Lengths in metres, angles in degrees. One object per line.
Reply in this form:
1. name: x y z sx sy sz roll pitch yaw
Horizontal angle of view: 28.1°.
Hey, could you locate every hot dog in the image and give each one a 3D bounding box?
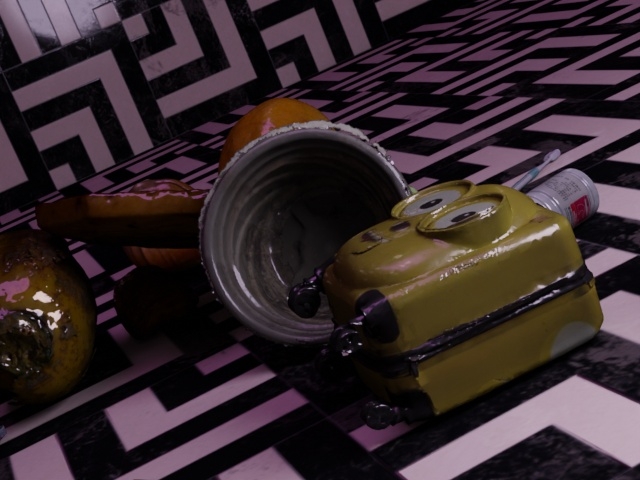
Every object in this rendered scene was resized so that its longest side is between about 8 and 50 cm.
1. hot dog: -0.209 0.079 1.631 0.099 0.065 0.147 -27 25 -20

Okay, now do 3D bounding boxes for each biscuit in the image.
1. biscuit: -0.163 -0.022 1.549 0.359 0.046 0.359 -1 -7 0

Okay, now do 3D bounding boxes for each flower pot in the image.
1. flower pot: 0.000 0.000 1.344 0.235 0.236 0.140 -20 -8 11

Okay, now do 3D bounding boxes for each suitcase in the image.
1. suitcase: 0.104 0.043 1.090 0.234 0.143 0.194 -25 13 -9

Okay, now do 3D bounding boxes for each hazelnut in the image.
1. hazelnut: -0.224 -0.024 1.880 0.150 0.150 0.150 -21 14 5

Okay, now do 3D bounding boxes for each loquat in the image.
1. loquat: -0.056 -0.096 1.789 0.176 0.187 0.234 -8 41 14

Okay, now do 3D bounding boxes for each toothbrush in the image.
1. toothbrush: 0.259 -0.080 1.595 0.014 0.011 0.167 -17 14 42

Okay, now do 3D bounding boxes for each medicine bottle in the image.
1. medicine bottle: 0.241 -0.032 1.338 0.091 0.058 0.058 -31 16 -30

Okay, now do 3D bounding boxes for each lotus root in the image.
1. lotus root: -0.365 0.088 1.564 0.179 0.196 0.397 -14 12 -10

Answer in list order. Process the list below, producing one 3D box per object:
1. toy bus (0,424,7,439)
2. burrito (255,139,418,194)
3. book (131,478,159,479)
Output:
1. toy bus: -0.432 0.209 1.455 0.098 0.087 0.178 -33 14 -28
2. burrito: 0.027 -0.053 1.604 0.288 0.104 0.054 21 46 35
3. book: -0.169 0.236 1.069 0.077 0.014 0.111 -7 21 45
